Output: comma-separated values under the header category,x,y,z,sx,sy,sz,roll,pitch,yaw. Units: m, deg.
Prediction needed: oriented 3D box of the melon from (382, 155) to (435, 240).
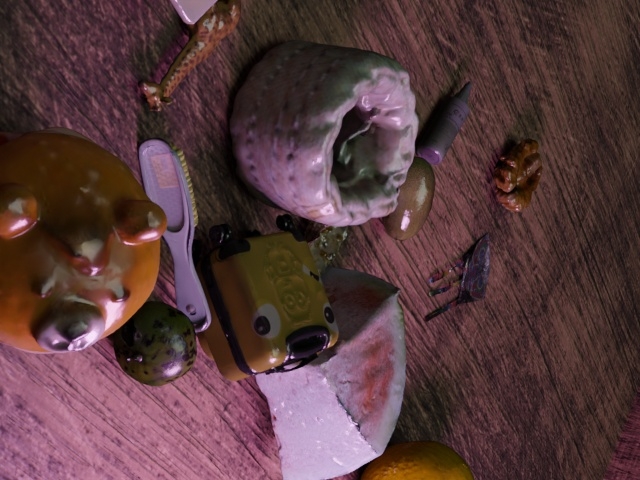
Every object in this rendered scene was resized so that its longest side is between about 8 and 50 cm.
category,x,y,z,sx,sy,sz,roll,pitch,yaw
melon,0.161,-0.078,2.193,0.099,0.099,0.162,-3,106,-56

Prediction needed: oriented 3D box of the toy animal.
category,x,y,z,sx,sy,sz,roll,pitch,yaw
toy animal,-0.175,-0.303,1.662,0.149,0.054,0.275,19,85,-54

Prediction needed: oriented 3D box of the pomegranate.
category,x,y,z,sx,sy,sz,roll,pitch,yaw
pomegranate,-0.229,0.141,1.683,0.161,0.122,0.122,-69,162,-73

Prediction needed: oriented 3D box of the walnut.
category,x,y,z,sx,sy,sz,roll,pitch,yaw
walnut,0.431,-0.143,2.598,0.170,0.069,0.142,-47,134,-40

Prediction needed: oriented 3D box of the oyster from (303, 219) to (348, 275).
category,x,y,z,sx,sy,sz,roll,pitch,yaw
oyster,0.005,-0.003,2.023,0.177,0.056,0.105,-51,145,-33

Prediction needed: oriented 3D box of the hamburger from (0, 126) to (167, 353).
category,x,y,z,sx,sy,sz,roll,pitch,yaw
hamburger,-0.300,0.002,1.339,0.276,0.237,0.276,-2,94,-30

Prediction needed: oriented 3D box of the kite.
category,x,y,z,sx,sy,sz,roll,pitch,yaw
kite,0.301,0.090,2.527,0.285,0.015,0.152,-24,120,-51

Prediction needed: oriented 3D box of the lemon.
category,x,y,z,sx,sy,sz,roll,pitch,yaw
lemon,0.188,0.504,2.306,0.263,0.236,0.235,22,82,-37

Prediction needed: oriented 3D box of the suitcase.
category,x,y,z,sx,sy,sz,roll,pitch,yaw
suitcase,-0.096,0.092,1.788,0.194,0.143,0.234,-11,78,-53

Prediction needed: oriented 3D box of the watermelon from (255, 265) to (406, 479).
category,x,y,z,sx,sy,sz,roll,pitch,yaw
watermelon,-0.008,0.216,1.959,0.258,0.228,0.387,27,73,-46

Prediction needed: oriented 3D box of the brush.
category,x,y,z,sx,sy,sz,roll,pitch,yaw
brush,-0.197,-0.012,1.697,0.060,0.068,0.296,-43,128,-59

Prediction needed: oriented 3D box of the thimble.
category,x,y,z,sx,sy,sz,roll,pitch,yaw
thimble,0.010,-0.163,1.853,0.291,0.195,0.291,-30,128,-47

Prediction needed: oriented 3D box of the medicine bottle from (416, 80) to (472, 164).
category,x,y,z,sx,sy,sz,roll,pitch,yaw
medicine bottle,0.253,-0.238,2.311,0.199,0.058,0.057,-58,142,-26

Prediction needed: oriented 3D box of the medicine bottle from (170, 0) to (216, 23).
category,x,y,z,sx,sy,sz,roll,pitch,yaw
medicine bottle,-0.175,-0.480,1.433,0.235,0.236,0.406,-59,142,-26
